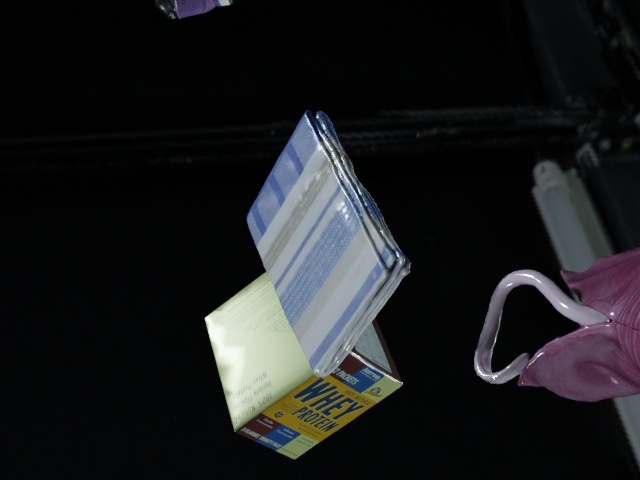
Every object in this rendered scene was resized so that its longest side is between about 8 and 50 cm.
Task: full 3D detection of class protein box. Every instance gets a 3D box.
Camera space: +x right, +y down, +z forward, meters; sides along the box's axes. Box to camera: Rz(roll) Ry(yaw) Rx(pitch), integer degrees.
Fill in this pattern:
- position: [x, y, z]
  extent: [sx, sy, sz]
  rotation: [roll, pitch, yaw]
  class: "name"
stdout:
- position: [-0.027, 0.154, 1.403]
  extent: [0.199, 0.136, 0.201]
  rotation: [-37, -134, 17]
  class: "protein box"

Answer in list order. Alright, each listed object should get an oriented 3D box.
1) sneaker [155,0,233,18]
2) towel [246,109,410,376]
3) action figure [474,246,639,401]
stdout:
- position: [-0.226, -0.461, 1.444]
  extent: [0.124, 0.107, 0.283]
  rotation: [-17, -83, 2]
  class: "sneaker"
- position: [0.000, 0.000, 1.238]
  extent: [0.034, 0.209, 0.285]
  rotation: [7, -139, -35]
  class: "towel"
- position: [0.325, 0.070, 0.944]
  extent: [0.275, 0.370, 0.248]
  rotation: [11, -89, -2]
  class: "action figure"
